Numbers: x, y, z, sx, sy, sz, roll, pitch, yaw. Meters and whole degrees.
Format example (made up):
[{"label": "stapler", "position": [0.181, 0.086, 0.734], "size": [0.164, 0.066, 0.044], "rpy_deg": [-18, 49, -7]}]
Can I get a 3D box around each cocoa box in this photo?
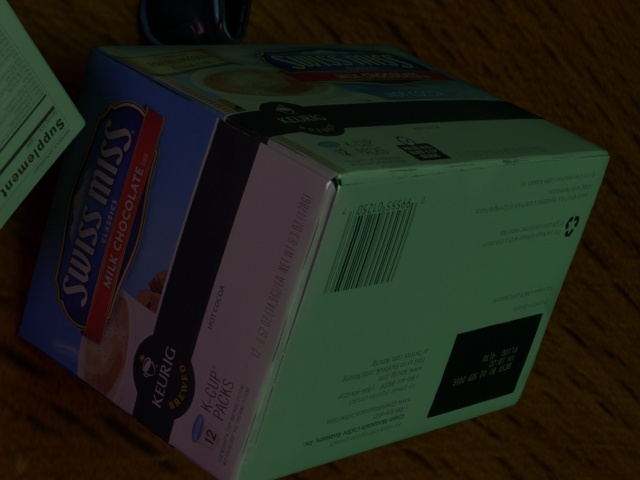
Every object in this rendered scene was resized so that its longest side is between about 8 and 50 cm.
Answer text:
[{"label": "cocoa box", "position": [0.000, 0.000, 1.256], "size": [0.347, 0.228, 0.231], "rpy_deg": [-8, 122, -51]}]

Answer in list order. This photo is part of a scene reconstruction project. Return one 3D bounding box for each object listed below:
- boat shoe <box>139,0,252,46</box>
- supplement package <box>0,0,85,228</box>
[{"label": "boat shoe", "position": [-0.053, -0.254, 1.312], "size": [0.109, 0.089, 0.258], "rpy_deg": [18, 80, -51]}, {"label": "supplement package", "position": [-0.274, -0.113, 1.011], "size": [0.139, 0.134, 0.244], "rpy_deg": [-56, 133, -32]}]
